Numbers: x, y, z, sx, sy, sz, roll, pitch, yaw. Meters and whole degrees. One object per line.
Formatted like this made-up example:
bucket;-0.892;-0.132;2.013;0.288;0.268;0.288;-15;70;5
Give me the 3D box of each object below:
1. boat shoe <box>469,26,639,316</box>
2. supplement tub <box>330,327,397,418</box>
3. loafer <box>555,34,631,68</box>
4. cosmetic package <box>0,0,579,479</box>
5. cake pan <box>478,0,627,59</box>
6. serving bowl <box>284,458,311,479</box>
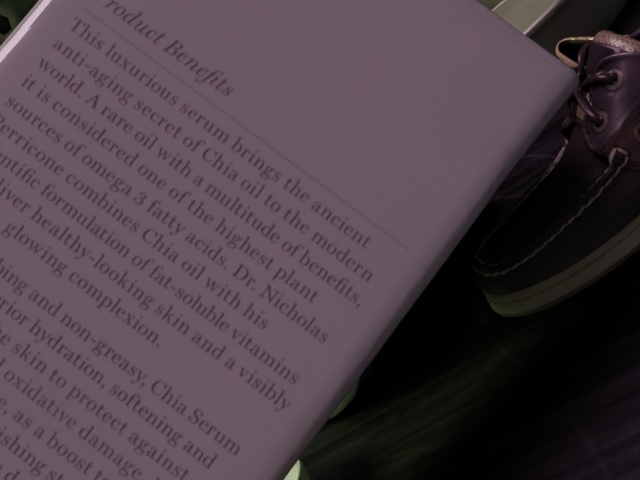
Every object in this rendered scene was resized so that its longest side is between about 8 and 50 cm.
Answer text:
boat shoe;0.180;-0.080;0.744;0.285;0.092;0.103;-43;18;4
supplement tub;0.000;0.000;0.873;0.144;0.144;0.200;-17;32;55
loafer;0.192;-0.114;0.880;0.045;0.039;0.125;-47;18;-11
cosmetic package;-0.103;0.043;0.680;0.453;0.230;0.161;-52;-4;-9
cake pan;0.139;-0.170;1.095;0.293;0.054;0.293;-39;19;16
serving bowl;-0.034;0.161;0.779;0.083;0.027;0.083;-40;19;16
